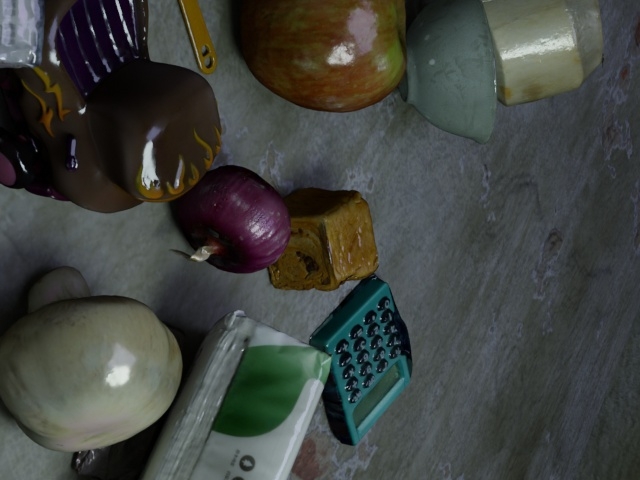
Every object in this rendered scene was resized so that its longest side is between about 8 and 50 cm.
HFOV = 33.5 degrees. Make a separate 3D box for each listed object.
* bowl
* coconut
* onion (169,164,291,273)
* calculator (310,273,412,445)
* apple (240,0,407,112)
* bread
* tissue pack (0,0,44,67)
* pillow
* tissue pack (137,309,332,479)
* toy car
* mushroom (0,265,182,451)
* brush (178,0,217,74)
[{"bbox_3d":[0.222,-0.324,2.007,0.313,0.146,0.313,170,-90,-86],"label":"bowl"},{"bbox_3d":[0.417,-0.428,2.178,0.323,0.323,0.322,-17,111,-51],"label":"coconut"},{"bbox_3d":[-0.129,-0.027,1.590,0.153,0.177,0.177,-85,155,-43],"label":"onion"},{"bbox_3d":[0.089,0.230,2.059,0.248,0.058,0.274,-42,129,-42],"label":"calculator"},{"bbox_3d":[0.006,-0.336,1.675,0.309,0.250,0.277,28,59,-75],"label":"apple"},{"bbox_3d":[0.000,0.000,1.807,0.143,0.149,0.158,-29,120,-52],"label":"bread"},{"bbox_3d":[-0.391,-0.372,1.055,0.124,0.288,0.394,-5,102,-44],"label":"tissue pack"},{"bbox_3d":[-0.271,0.236,1.571,0.135,0.049,0.248,36,71,-56],"label":"pillow"},{"bbox_3d":[-0.141,0.305,1.566,0.356,0.194,0.266,-66,-175,-19],"label":"tissue pack"},{"bbox_3d":[-0.269,-0.192,1.307,0.271,0.240,0.340,-48,136,-40],"label":"toy car"},{"bbox_3d":[-0.305,0.142,1.374,0.254,0.260,0.234,12,51,-46],"label":"mushroom"},{"bbox_3d":[-0.201,-0.365,1.557,0.103,0.013,0.272,-47,133,-38],"label":"brush"}]
